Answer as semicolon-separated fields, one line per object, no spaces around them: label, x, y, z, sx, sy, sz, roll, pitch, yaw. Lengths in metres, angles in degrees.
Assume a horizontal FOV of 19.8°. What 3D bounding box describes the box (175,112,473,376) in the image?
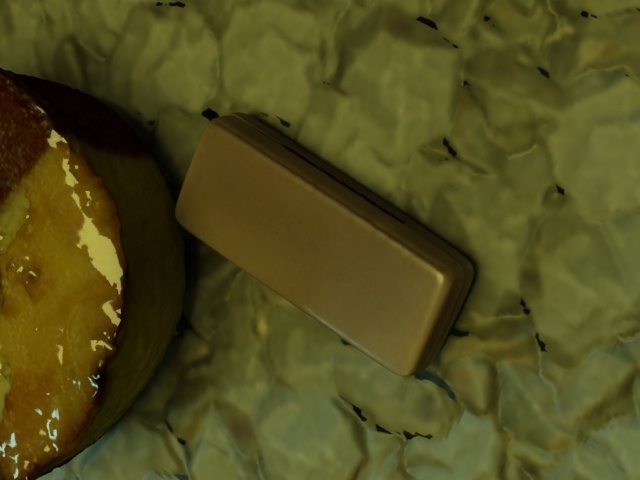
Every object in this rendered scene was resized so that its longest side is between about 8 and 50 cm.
box;0.000;0.000;0.648;0.115;0.025;0.048;33;117;26

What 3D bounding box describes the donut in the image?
donut;-0.129;0.017;0.705;0.184;0.073;0.166;-47;69;29
